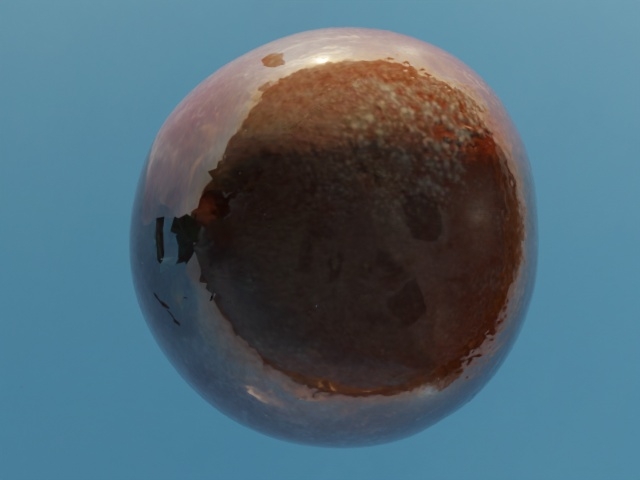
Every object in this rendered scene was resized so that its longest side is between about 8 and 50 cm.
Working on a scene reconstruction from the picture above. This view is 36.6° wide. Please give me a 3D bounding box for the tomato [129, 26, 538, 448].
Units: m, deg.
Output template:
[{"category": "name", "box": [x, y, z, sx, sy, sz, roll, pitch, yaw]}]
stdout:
[{"category": "tomato", "box": [0.000, 0.000, 0.614, 0.227, 0.270, 0.270, -1, -99, -47]}]
